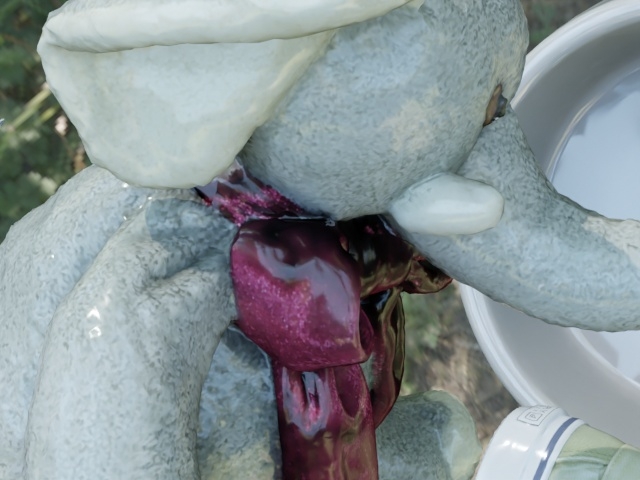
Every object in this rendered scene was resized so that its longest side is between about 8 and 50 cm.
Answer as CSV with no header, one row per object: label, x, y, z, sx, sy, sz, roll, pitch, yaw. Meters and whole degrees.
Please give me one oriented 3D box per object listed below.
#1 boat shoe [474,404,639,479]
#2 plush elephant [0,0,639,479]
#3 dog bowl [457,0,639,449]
boat shoe,0.106,0.242,0.761,0.094,0.109,0.302,17,95,34
plush elephant,0.000,0.000,0.491,0.330,0.272,0.255,47,117,-5
dog bowl,0.241,-0.004,0.887,0.348,0.102,0.349,3,97,27
